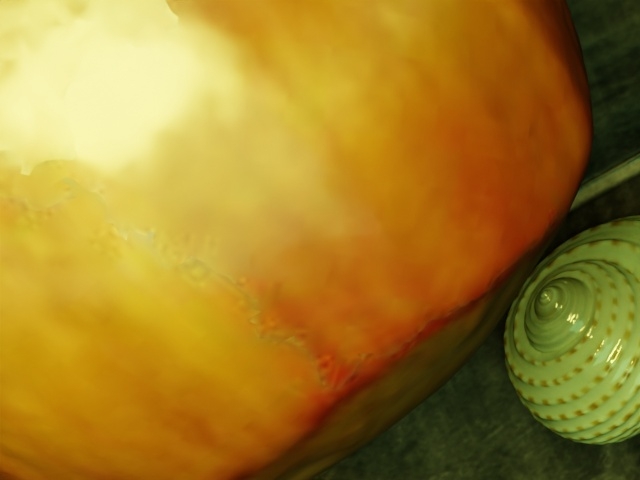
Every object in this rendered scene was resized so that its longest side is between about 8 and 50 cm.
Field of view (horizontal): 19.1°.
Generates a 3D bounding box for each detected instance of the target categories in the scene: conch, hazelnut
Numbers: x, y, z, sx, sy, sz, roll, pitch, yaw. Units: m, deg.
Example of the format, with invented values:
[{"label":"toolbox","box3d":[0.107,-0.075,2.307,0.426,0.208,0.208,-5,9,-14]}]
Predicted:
[{"label":"conch","box3d":[0.204,0.061,1.321,0.172,0.131,0.200,-65,153,-9]},{"label":"hazelnut","box3d":[-0.061,-0.068,0.814,0.366,0.366,0.365,-10,122,-16]}]
